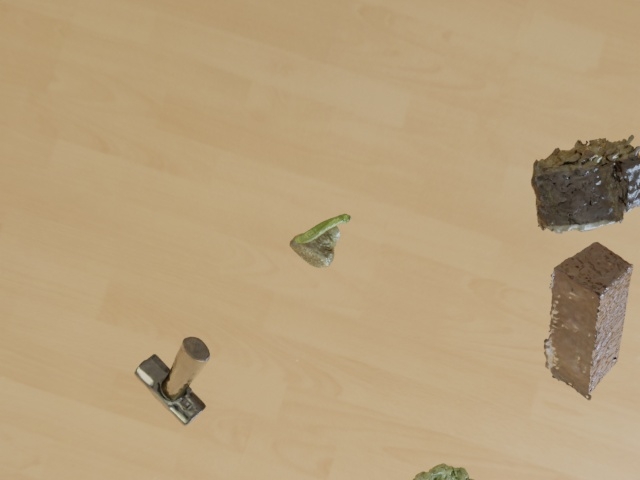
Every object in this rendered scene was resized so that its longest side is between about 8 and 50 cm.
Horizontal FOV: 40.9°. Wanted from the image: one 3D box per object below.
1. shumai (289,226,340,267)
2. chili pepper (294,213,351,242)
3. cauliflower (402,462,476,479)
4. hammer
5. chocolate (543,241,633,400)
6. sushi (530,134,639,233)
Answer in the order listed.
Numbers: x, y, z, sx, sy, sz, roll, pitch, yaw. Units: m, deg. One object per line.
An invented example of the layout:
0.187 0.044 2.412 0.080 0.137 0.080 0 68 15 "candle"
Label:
0.000 0.000 1.474 0.083 0.082 0.080 19 67 39 "shumai"
0.003 -0.015 1.150 0.083 0.030 0.017 -25 81 6 "chili pepper"
0.207 0.566 1.501 0.281 0.260 0.327 21 93 43 "cauliflower"
-0.179 0.169 1.098 0.111 0.365 0.043 46 67 3 "hammer"
0.481 0.144 1.535 0.112 0.321 0.112 -36 50 -20 "chocolate"
0.392 -0.085 1.214 0.212 0.147 0.115 -19 104 -43 "sushi"
